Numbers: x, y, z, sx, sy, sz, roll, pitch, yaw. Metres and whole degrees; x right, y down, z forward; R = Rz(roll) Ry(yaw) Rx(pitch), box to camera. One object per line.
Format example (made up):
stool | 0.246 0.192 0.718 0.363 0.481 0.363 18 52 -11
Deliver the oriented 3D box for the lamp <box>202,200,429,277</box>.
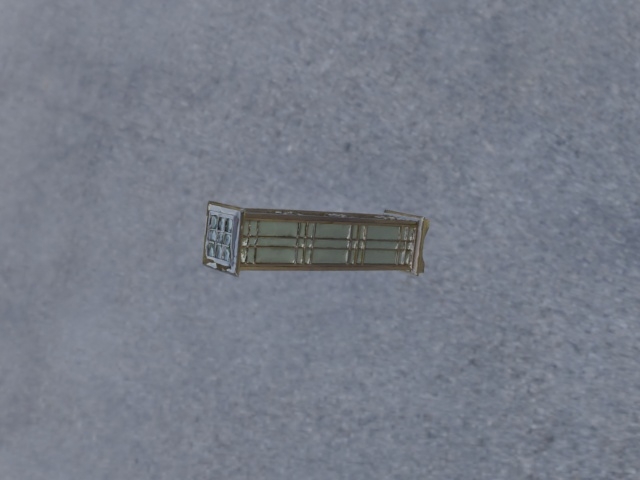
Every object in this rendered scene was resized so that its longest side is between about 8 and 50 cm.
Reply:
lamp | 0.000 0.000 1.324 0.090 0.325 0.089 13 99 53
